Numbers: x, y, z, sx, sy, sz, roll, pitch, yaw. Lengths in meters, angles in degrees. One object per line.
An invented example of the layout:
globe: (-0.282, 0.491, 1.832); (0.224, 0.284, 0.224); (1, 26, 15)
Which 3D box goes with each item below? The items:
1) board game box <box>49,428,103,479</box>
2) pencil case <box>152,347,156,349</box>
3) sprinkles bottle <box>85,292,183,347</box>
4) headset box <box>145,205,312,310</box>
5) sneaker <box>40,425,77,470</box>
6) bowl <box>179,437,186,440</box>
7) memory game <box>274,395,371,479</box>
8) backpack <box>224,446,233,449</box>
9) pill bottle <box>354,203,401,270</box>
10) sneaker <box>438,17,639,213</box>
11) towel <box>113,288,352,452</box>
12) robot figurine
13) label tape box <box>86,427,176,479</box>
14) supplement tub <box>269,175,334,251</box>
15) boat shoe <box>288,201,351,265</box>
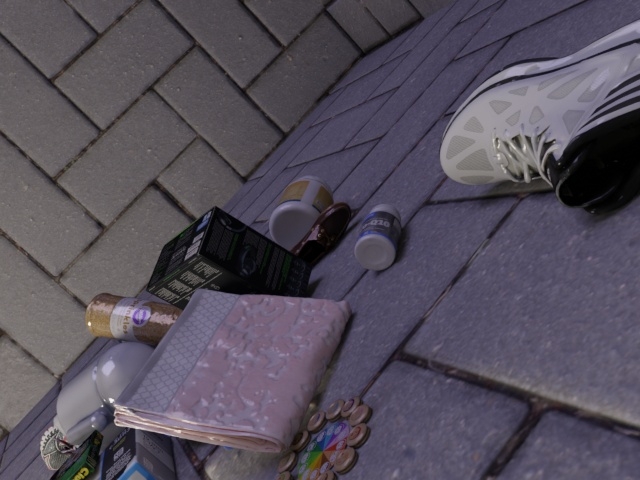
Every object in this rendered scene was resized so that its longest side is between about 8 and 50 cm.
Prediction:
board game box: (-0.491, 0.460, 1.391); (0.136, 0.030, 0.259); (-45, 8, -11)
pencil case: (-0.382, 0.246, 1.920); (0.284, 0.124, 0.124); (-45, 14, -3)
sprinkles bottle: (-0.434, 0.214, 1.813); (0.355, 0.121, 0.121); (6, 42, 27)
headset box: (-0.191, 0.087, 1.549); (0.246, 0.283, 0.131); (-31, 36, 46)
sneaker: (-0.665, 0.537, 1.925); (0.299, 0.120, 0.112); (-47, 43, 23)
bowl: (-0.241, 0.238, 1.415); (0.298, 0.134, 0.298); (-53, 6, 8)
memory game: (-0.001, 0.290, 0.974); (0.186, 0.012, 0.186); (-41, 15, 13)
backpack: (-0.153, 0.296, 1.205); (0.101, 0.098, 0.120); (-37, 20, 17)
pill bottle: (0.114, -0.010, 1.353); (0.078, 0.078, 0.137); (-36, 17, 30)
sneaker: (0.308, -0.140, 0.999); (0.447, 0.169, 0.257); (-23, 24, 49)
towel: (-0.140, 0.200, 1.194); (0.316, 0.054, 0.332); (4, 35, 21)
robot figurine: (-0.495, 0.376, 1.713); (0.353, 0.200, 0.300); (-37, 13, 28)
label tape box: (-0.406, 0.481, 1.360); (0.249, 0.115, 0.347); (-46, 16, -6)
supplement tub: (-0.043, -0.071, 1.817); (0.144, 0.144, 0.200); (-37, 16, 28)
boat shoe: (0.000, 0.000, 1.661); (0.207, 0.073, 0.073); (-49, 15, 11)
